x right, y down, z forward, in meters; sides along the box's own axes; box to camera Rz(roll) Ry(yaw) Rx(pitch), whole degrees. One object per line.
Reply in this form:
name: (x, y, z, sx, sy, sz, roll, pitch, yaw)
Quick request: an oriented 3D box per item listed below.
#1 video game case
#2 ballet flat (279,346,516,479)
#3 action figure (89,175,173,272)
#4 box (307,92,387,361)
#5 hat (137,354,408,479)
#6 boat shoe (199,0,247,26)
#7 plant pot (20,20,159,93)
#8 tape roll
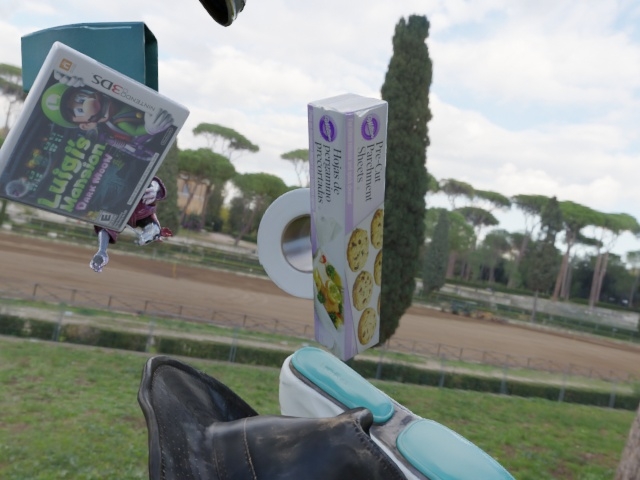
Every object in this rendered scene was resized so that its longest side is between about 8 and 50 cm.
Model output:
video game case: (-0.273, -0.111, 0.677, 0.173, 0.190, 0.022, 21, 19, -46)
ballet flat: (0.098, 0.301, 0.808, 0.400, 0.139, 0.139, 29, 7, 29)
action figure: (-0.510, -0.111, 1.362, 0.370, 0.248, 0.275, 49, 9, -41)
box: (0.031, -0.005, 0.673, 0.067, 0.324, 0.063, -23, 35, -35)
hat: (0.006, 0.202, 0.420, 0.134, 0.331, 0.331, -28, -3, 1)
boat shoe: (-0.254, -0.596, 1.201, 0.109, 0.091, 0.305, 3, -29, 27)
plant pot: (-0.455, -0.339, 1.129, 0.234, 0.165, 0.166, 1, 7, -6)
tape roll: (0.000, 0.000, 1.302, 0.246, 0.246, 0.169, 10, 10, 21)
